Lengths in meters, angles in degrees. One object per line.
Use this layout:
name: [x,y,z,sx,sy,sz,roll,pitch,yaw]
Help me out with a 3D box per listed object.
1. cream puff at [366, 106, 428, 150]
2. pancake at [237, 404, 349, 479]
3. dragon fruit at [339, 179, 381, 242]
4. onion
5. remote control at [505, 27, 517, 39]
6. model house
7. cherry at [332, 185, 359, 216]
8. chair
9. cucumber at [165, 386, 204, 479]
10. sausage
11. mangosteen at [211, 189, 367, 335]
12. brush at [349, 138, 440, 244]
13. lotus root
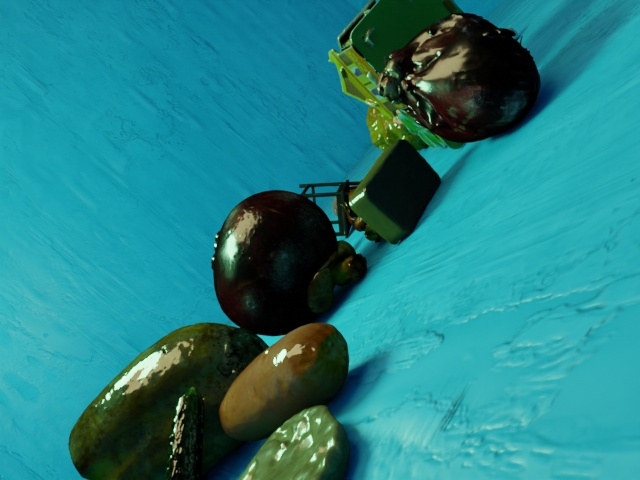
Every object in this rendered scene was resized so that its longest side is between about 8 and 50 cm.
cream puff: [0.237,-0.347,1.816,0.244,0.244,0.196,-49,-30,2]
pancake: [-0.071,0.296,0.701,0.294,0.049,0.294,-47,3,3]
dragon fruit: [0.112,-0.061,1.391,0.138,0.142,0.175,79,-165,-45]
onion: [0.260,-0.273,1.158,0.281,0.280,0.221,-61,-20,-65]
remote control: [0.463,-0.497,1.858,0.244,0.047,0.087,-52,9,-9]
model house: [0.203,-0.374,1.484,0.242,0.357,0.313,-51,16,-7]
cherry: [0.084,-0.114,2.011,0.106,0.087,0.126,-35,17,50]
chair: [0.063,-0.094,1.858,0.259,0.142,0.154,-2,18,9]
cucumber: [-0.187,0.308,0.935,0.052,0.058,0.215,96,170,-57]
sausage: [-0.049,0.195,0.904,0.259,0.113,0.114,-45,7,48]
mangosteen: [-0.075,0.046,1.361,0.297,0.293,0.297,180,90,-80]
brush: [0.145,-0.096,1.252,0.059,0.123,0.197,-35,15,49]
lotus root: [-0.228,0.286,1.114,0.346,0.250,0.250,-41,7,11]
